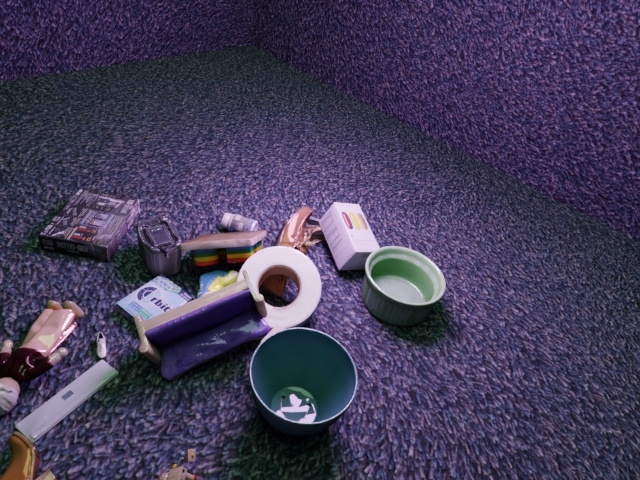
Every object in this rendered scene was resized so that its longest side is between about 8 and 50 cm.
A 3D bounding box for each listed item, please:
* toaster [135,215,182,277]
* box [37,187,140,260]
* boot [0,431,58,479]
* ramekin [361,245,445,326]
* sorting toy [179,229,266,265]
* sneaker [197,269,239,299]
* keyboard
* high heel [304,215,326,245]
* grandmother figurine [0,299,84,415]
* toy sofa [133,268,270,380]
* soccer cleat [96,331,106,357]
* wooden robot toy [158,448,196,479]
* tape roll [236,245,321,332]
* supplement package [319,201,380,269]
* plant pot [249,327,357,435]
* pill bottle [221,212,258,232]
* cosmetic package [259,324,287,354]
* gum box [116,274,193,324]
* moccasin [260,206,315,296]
[{"bbox_3d":[-0.573,0.029,1.596,0.129,0.147,0.227,-18,48,-32],"label":"toaster"},{"bbox_3d":[-0.860,-0.068,1.684,0.242,0.077,0.308,10,39,-5],"label":"box"},{"bbox_3d":[-0.709,0.544,1.004,0.197,0.073,0.152,33,47,26],"label":"boot"},{"bbox_3d":[0.300,0.176,1.674,0.302,0.148,0.304,8,40,-7],"label":"ramekin"},{"bbox_3d":[-0.344,0.029,1.635,0.255,0.090,0.257,-4,8,5],"label":"sorting toy"},{"bbox_3d":[-0.387,0.183,1.535,0.126,0.091,0.240,12,36,28],"label":"sneaker"},{"bbox_3d":[-0.677,0.425,1.202,0.072,0.014,0.256,25,40,21],"label":"keyboard"},{"bbox_3d":[0.000,0.000,1.854,0.186,0.093,0.261,21,42,-6],"label":"high heel"},{"bbox_3d":[-0.798,0.320,1.231,0.207,0.104,0.343,-7,38,19],"label":"grandmother figurine"},{"bbox_3d":[-0.335,0.249,1.305,0.362,0.150,0.177,-22,63,-13],"label":"toy sofa"},{"bbox_3d":[-0.653,0.311,1.323,0.029,0.036,0.083,-6,43,-23],"label":"soccer cleat"},{"bbox_3d":[-0.356,0.591,1.072,0.078,0.076,0.173,-18,36,17],"label":"wooden robot toy"},{"bbox_3d":[-0.142,0.168,1.502,0.285,0.100,0.287,3,69,-6],"label":"tape roll"},{"bbox_3d":[0.115,-0.017,1.800,0.138,0.134,0.244,0,54,-37],"label":"supplement package"},{"bbox_3d":[-0.059,0.420,1.240,0.289,0.196,0.290,8,39,-6],"label":"plant pot"},{"bbox_3d":[-0.333,-0.064,1.832,0.137,0.078,0.078,18,39,5],"label":"pill bottle"},{"bbox_3d":[-0.145,0.311,1.353,0.041,0.060,0.115,21,23,13],"label":"cosmetic package"},{"bbox_3d":[-0.545,0.209,1.473,0.156,0.041,0.184,30,43,19],"label":"gum box"},{"bbox_3d":[-0.108,0.035,1.679,0.146,0.139,0.380,24,55,0],"label":"moccasin"}]
